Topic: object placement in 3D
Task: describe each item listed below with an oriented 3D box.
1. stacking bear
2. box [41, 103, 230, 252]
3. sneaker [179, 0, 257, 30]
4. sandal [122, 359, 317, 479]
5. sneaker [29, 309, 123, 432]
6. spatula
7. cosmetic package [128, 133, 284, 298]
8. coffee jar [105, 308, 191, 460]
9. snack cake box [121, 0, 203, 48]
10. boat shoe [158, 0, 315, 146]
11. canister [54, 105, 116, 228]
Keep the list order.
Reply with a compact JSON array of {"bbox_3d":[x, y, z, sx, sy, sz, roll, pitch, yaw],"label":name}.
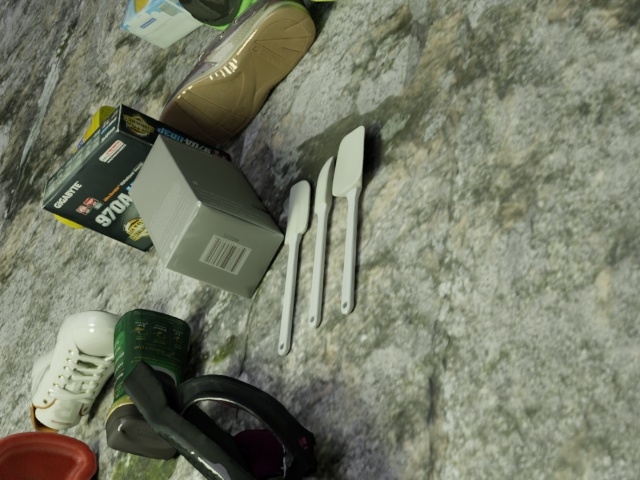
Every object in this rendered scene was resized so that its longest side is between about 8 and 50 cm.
[{"bbox_3d":[-0.438,0.403,1.928,0.289,0.164,0.175,-51,30,35],"label":"stacking bear"},{"bbox_3d":[-0.255,-0.081,1.964,0.220,0.175,0.051,-37,39,41],"label":"box"},{"bbox_3d":[-0.154,-0.427,1.968,0.483,0.202,0.185,144,145,-78],"label":"sneaker"},{"bbox_3d":[-0.095,0.195,1.487,0.107,0.167,0.446,-49,27,-7],"label":"sandal"},{"bbox_3d":[-0.330,0.192,1.967,0.290,0.106,0.123,135,144,-54],"label":"sneaker"},{"bbox_3d":[0.000,0.000,1.617,0.168,0.019,0.242,-34,40,44],"label":"spatula"},{"bbox_3d":[-0.148,-0.034,1.789,0.107,0.127,0.238,-60,30,16],"label":"cosmetic package"},{"bbox_3d":[-0.212,0.180,1.761,0.079,0.096,0.184,126,153,-43],"label":"coffee jar"},{"bbox_3d":[-0.221,-0.460,2.305,0.152,0.089,0.264,-20,51,55],"label":"snack cake box"},{"bbox_3d":[-0.115,-0.231,1.927,0.285,0.103,0.092,-43,29,29],"label":"boat shoe"},{"bbox_3d":[-0.366,-0.116,2.301,0.170,0.073,0.126,-51,30,29],"label":"canister"}]
